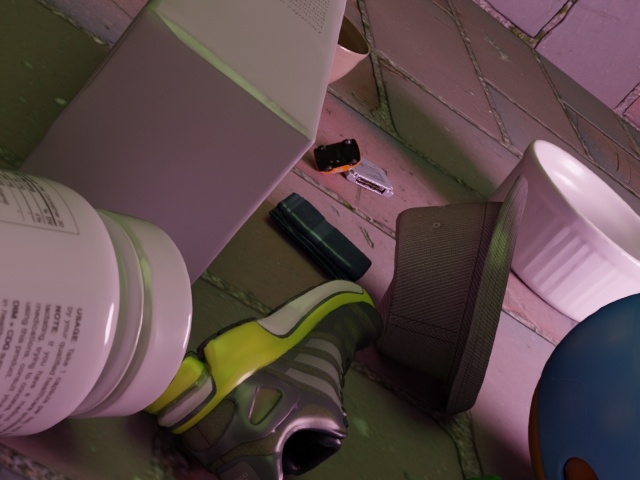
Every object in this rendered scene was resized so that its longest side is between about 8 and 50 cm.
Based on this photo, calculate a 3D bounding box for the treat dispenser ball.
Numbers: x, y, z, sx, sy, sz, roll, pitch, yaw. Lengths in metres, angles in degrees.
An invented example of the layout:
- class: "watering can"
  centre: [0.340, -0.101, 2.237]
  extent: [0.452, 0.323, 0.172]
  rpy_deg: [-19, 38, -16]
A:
- class: "treat dispenser ball"
  centre: [0.347, 0.190, 1.130]
  extent: [0.288, 0.288, 0.288]
  rpy_deg: [34, 24, -18]

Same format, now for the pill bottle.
- class: "pill bottle"
  centre: [-0.219, 0.032, 0.666]
  extent: [0.283, 0.160, 0.160]
  rpy_deg: [12, 37, -50]

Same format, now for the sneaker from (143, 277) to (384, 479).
- class: "sneaker"
  centre: [-0.024, 0.119, 0.925]
  extent: [0.121, 0.111, 0.300]
  rpy_deg: [56, 30, 7]

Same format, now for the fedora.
- class: "fedora"
  centre: [0.126, 0.043, 1.184]
  extent: [0.124, 0.243, 0.275]
  rpy_deg: [14, 31, 8]

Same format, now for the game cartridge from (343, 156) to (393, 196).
- class: "game cartridge"
  centre: [0.055, -0.089, 1.509]
  extent: [0.083, 0.017, 0.056]
  rpy_deg: [22, 33, -39]

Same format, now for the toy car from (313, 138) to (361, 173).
- class: "toy car"
  centre: [0.002, -0.131, 1.451]
  extent: [0.122, 0.060, 0.040]
  rpy_deg: [57, -5, 18]

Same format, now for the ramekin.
- class: "ramekin"
  centre: [0.368, -0.007, 1.709]
  extent: [0.277, 0.135, 0.277]
  rpy_deg: [35, 24, -18]

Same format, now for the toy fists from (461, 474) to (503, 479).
- class: "toy fists"
  centre: [0.180, 0.310, 0.902]
  extent: [0.142, 0.096, 0.279]
  rpy_deg: [-5, 51, -47]

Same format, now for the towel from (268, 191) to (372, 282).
- class: "towel"
  centre: [0.000, 0.000, 1.244]
  extent: [0.119, 0.029, 0.067]
  rpy_deg: [43, 23, 4]

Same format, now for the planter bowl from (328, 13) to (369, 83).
- class: "planter bowl"
  centre: [-0.030, -0.264, 1.563]
  extent: [0.162, 0.109, 0.162]
  rpy_deg: [35, 23, -17]

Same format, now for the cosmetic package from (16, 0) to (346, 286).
- class: "cosmetic package"
  centre: [-0.113, -0.139, 1.054]
  extent: [0.161, 0.230, 0.453]
  rpy_deg: [37, 24, -13]
